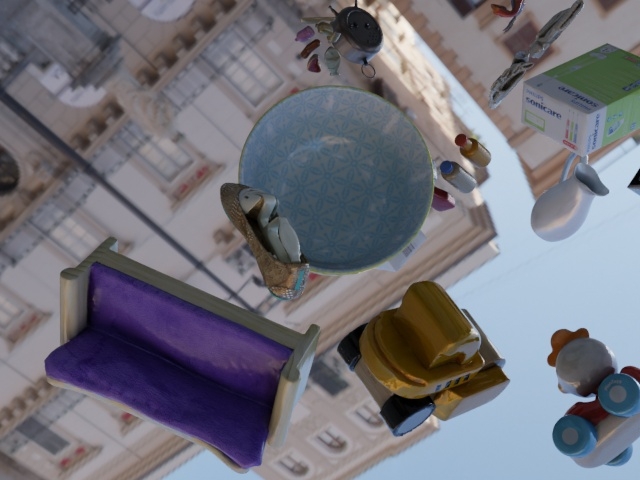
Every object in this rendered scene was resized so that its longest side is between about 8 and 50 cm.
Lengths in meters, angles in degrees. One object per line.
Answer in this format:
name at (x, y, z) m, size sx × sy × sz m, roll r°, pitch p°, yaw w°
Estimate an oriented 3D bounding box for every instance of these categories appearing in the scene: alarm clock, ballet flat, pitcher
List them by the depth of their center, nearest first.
ballet flat at (-0.066, -0.018, 1.036) m, size 0.206 × 0.073 × 0.067 m, roll 57°, pitch -49°, yaw 31°
alarm clock at (0.092, -0.462, 1.879) m, size 0.064 × 0.129 × 0.192 m, roll -30°, pitch -108°, yaw 50°
pitcher at (0.609, -0.110, 2.012) m, size 0.207 × 0.125 × 0.178 m, roll 121°, pitch -21°, yaw -45°

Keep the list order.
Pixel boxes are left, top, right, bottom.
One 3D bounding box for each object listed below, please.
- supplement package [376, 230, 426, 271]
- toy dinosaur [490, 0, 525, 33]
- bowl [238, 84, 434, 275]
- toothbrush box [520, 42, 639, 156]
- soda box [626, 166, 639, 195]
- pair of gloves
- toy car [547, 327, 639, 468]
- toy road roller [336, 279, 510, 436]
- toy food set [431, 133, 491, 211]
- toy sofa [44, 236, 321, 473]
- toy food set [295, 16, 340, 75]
supplement package at (0.153, -0.013, 2.257) m, size 0.139 × 0.134 × 0.244 m, roll -46°, pitch -159°, yaw -17°
toy dinosaur at (0.205, -0.266, 0.852) m, size 0.090 × 0.047 × 0.082 m, roll -51°, pitch -162°, yaw 36°
bowl at (0.017, -0.076, 1.249) m, size 0.289 × 0.289 × 0.156 m, roll -53°, pitch 177°, yaw -14°
toothbrush box at (0.650, -0.338, 1.915) m, size 0.283 × 0.122 × 0.206 m, roll -26°, pitch -137°, yaw -22°
soda box at (0.633, -0.110, 1.504) m, size 0.060 × 0.053 × 0.169 m, roll -57°, pitch 180°, yaw 4°
pair of gloves at (0.412, -0.366, 1.590) m, size 0.240 × 0.042 × 0.204 m, roll -48°, pitch 177°, yaw 8°
toy car at (0.497, 0.274, 1.508) m, size 0.210 × 0.219 × 0.238 m, roll -47°, pitch -132°, yaw 16°
toy road roller at (0.217, 0.187, 1.466) m, size 0.203 × 0.329 × 0.241 m, roll 55°, pitch -45°, yaw 29°
toy food set at (0.206, -0.122, 1.569) m, size 0.232 × 0.104 × 0.111 m, roll -14°, pitch -115°, yaw 32°
toy sofa at (-0.196, 0.154, 1.126) m, size 0.177 × 0.362 × 0.150 m, roll -54°, pitch 164°, yaw -51°
toy food set at (-0.004, -0.330, 1.367) m, size 0.077 × 0.122 × 0.019 m, roll -2°, pitch -128°, yaw -1°
